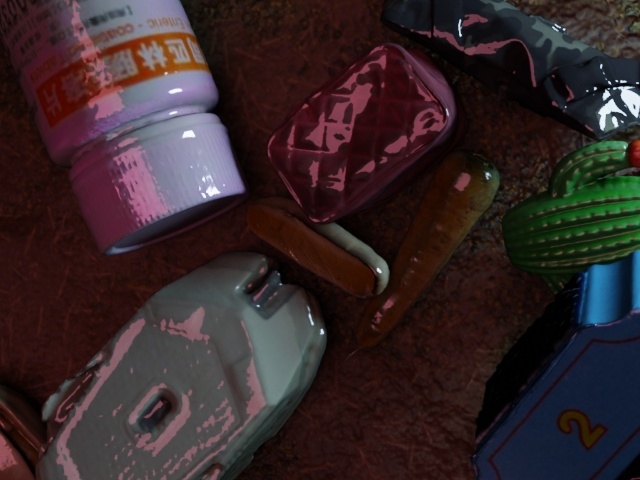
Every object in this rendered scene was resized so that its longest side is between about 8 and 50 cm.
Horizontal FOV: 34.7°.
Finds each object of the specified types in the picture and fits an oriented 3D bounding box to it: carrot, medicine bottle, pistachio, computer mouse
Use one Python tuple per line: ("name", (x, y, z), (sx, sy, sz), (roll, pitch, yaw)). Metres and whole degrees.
("carrot", (0.111, 0.026, 1.215), (0.078, 0.078, 0.298), (35, 105, 12))
("medicine bottle", (-0.245, -0.193, 1.224), (0.219, 0.219, 0.388), (-23, 86, 16))
("pistachio", (-0.425, 0.268, 1.353), (0.223, 0.126, 0.152), (38, 136, 6))
("computer mouse", (-0.172, 0.204, 1.268), (0.228, 0.145, 0.429), (42, 91, 17))

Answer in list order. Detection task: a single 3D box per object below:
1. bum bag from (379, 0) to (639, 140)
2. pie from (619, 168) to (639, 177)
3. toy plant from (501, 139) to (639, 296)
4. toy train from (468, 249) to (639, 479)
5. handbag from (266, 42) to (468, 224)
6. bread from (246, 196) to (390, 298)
("bum bag", (0.217, -0.209, 1.142), (0.340, 0.144, 0.095), (31, 142, 11))
("pie", (0.380, -0.014, 1.150), (0.155, 0.036, 0.154), (0, 91, 17))
("toy plant", (0.309, -0.031, 1.100), (0.240, 0.088, 0.154), (-38, 94, 28))
("toy train", (0.312, 0.187, 1.073), (0.265, 0.188, 0.300), (32, 118, 0))
("handbag", (0.056, -0.123, 1.189), (0.225, 0.135, 0.146), (-38, 83, 19))
("bread", (0.000, 0.001, 1.233), (0.214, 0.053, 0.073), (31, 130, 29))
